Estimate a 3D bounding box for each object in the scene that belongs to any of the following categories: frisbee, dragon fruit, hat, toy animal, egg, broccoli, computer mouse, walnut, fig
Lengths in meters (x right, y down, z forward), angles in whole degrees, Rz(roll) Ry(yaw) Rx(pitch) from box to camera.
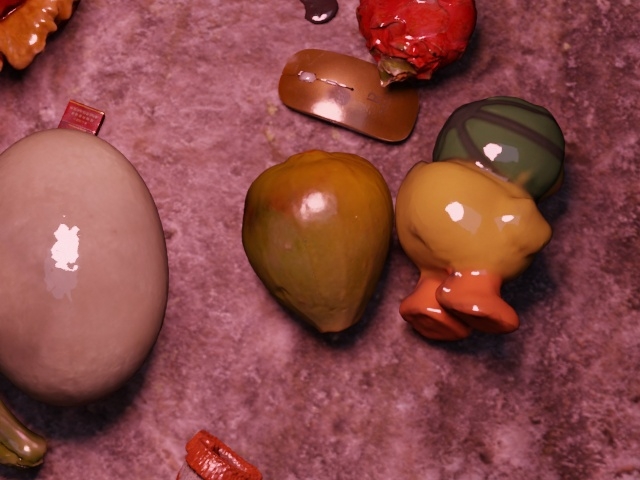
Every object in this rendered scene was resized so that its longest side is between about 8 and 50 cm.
[{"bbox_3d":[-0.043,-0.428,1.964,0.211,0.012,0.187,27,75,3],"label":"frisbee"},{"bbox_3d":[0.130,-0.315,1.867,0.172,0.172,0.209,-2,65,-6],"label":"dragon fruit"},{"bbox_3d":[-0.158,0.338,1.739,0.112,0.093,0.162,33,94,13],"label":"hat"},{"bbox_3d":[0.201,-0.046,1.785,0.191,0.216,0.338,31,67,-20],"label":"toy animal"},{"bbox_3d":[-0.316,0.032,1.700,0.258,0.258,0.352,-8,79,-7],"label":"egg"},{"bbox_3d":[-0.469,0.176,1.736,0.275,0.177,0.198,27,36,-27],"label":"broccoli"},{"bbox_3d":[0.040,-0.203,1.900,0.199,0.045,0.102,20,73,-1],"label":"computer mouse"},{"bbox_3d":[-0.448,-0.310,1.801,0.269,0.222,0.244,-41,74,2],"label":"walnut"},{"bbox_3d":[-0.009,-0.005,1.779,0.207,0.207,0.230,12,109,-2],"label":"fig"}]

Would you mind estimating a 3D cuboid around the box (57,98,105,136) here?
[{"bbox_3d":[-0.334,-0.146,1.863,0.051,0.023,0.082,21,75,1],"label":"box"}]
